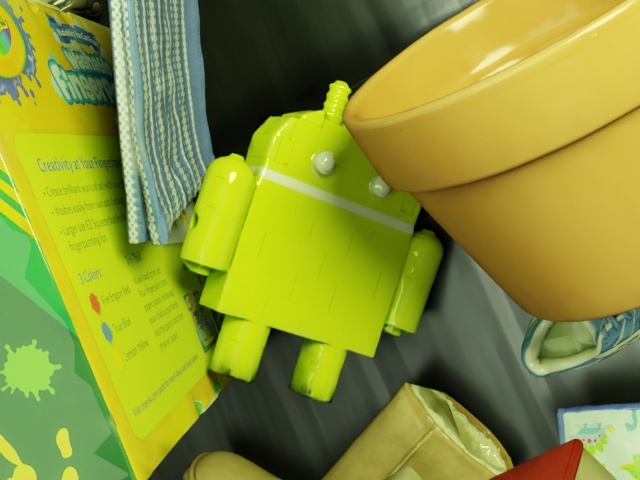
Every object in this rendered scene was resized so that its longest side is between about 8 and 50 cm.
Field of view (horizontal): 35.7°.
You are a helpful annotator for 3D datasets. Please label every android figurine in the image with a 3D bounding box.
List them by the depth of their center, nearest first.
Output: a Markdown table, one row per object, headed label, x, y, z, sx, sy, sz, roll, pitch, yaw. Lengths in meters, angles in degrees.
| label | x | y | z | sx | sy | sz | roll | pitch | yaw |
| --- | --- | --- | --- | --- | --- | --- | --- | --- | --- |
| android figurine | 0.000 | 0.000 | 0.871 | 0.056 | 0.248 | 0.273 | 15 | 84 | 60 |

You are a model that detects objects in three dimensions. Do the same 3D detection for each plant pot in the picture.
| label | x | y | z | sx | sy | sz | roll | pitch | yaw |
| --- | --- | --- | --- | --- | --- | --- | --- | --- | --- |
| plant pot | 0.191 | -0.079 | 0.726 | 0.290 | 0.291 | 0.204 | -23 | 108 | 30 |

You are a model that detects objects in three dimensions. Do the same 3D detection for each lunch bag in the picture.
| label | x | y | z | sx | sy | sz | roll | pitch | yaw |
| --- | --- | --- | --- | --- | --- | --- | --- | --- | --- |
| lunch bag | 0.278 | 0.204 | 0.840 | 0.128 | 0.096 | 0.151 | -10 | 108 | 30 |

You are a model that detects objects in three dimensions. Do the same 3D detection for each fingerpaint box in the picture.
| label | x | y | z | sx | sy | sz | roll | pitch | yaw |
| --- | --- | --- | --- | --- | --- | --- | --- | --- | --- |
| fingerpaint box | -0.230 | -0.003 | 0.839 | 0.163 | 0.445 | 0.371 | -21 | 93 | 7 |

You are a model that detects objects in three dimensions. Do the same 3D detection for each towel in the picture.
| label | x | y | z | sx | sy | sz | roll | pitch | yaw |
| --- | --- | --- | --- | --- | --- | --- | --- | --- | --- |
| towel | -0.127 | -0.141 | 0.845 | 0.040 | 0.336 | 0.243 | -4 | 101 | 0 |

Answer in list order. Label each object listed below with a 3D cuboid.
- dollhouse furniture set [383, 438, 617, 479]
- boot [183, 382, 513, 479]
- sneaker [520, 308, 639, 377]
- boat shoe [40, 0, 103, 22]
| label | x | y | z | sx | sy | sz | roll | pitch | yaw |
| --- | --- | --- | --- | --- | --- | --- | --- | --- | --- |
| dollhouse furniture set | 0.048 | 0.289 | 0.820 | 0.152 | 0.201 | 0.374 | 47 | 126 | -6 |
| boot | 0.020 | 0.229 | 0.992 | 0.236 | 0.089 | 0.269 | 39 | 119 | -1 |
| sneaker | 0.254 | 0.054 | 0.822 | 0.211 | 0.081 | 0.080 | -44 | 80 | 28 |
| boat shoe | -0.383 | -0.209 | 1.018 | 0.324 | 0.122 | 0.120 | -31 | 92 | -3 |
